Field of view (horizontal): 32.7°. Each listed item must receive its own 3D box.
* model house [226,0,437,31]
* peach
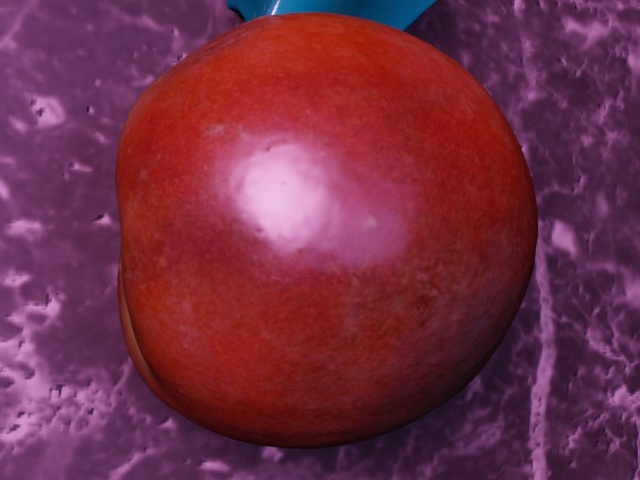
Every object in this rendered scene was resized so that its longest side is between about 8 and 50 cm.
[{"bbox_3d":[0.012,-0.172,0.692,0.100,0.127,0.149,23,65,-25],"label":"model house"},{"bbox_3d":[0.000,0.000,0.619,0.252,0.252,0.253,1,88,-28],"label":"peach"}]
